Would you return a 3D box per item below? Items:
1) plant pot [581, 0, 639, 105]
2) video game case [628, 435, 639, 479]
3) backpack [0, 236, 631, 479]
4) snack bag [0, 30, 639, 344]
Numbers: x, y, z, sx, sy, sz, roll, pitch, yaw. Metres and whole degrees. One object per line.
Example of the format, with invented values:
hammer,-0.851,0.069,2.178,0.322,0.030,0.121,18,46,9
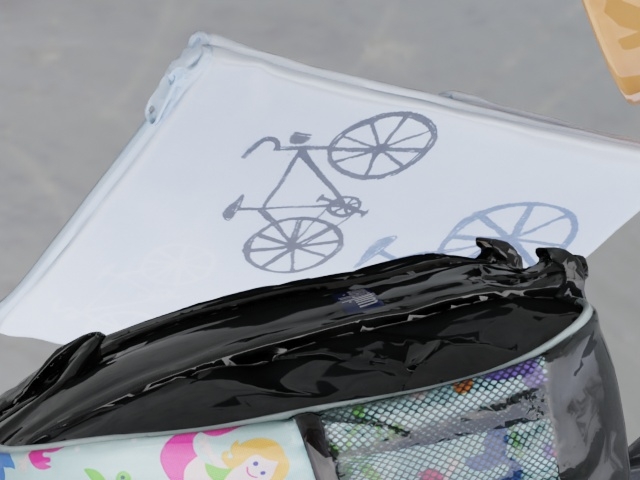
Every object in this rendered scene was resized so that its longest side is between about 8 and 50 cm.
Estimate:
plant pot,0.237,-0.247,1.088,0.203,0.291,0.291,-17,163,16
video game case,0.242,0.202,0.943,0.035,0.275,0.248,-18,-176,34
backpack,-0.015,0.107,0.793,0.253,0.191,0.225,-8,-174,-11
snack bag,0.000,0.000,1.141,0.342,0.037,0.323,10,145,-28
